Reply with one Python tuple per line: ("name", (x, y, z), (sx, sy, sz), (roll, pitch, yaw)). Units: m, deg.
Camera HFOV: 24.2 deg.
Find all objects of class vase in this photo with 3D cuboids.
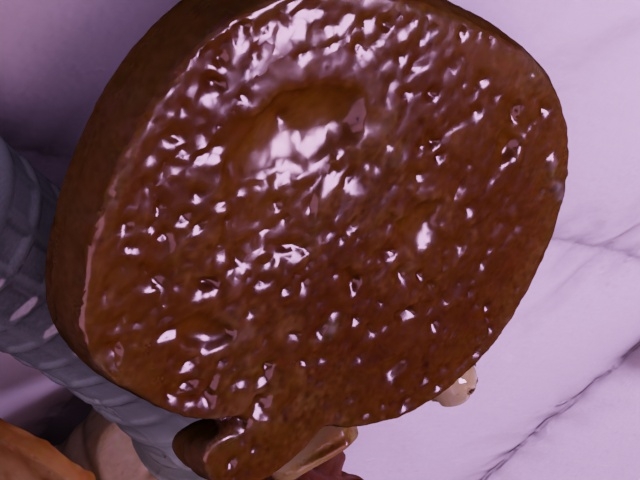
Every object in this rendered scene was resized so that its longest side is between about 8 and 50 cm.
("vase", (-0.143, 0.040, 0.896), (0.143, 0.143, 0.299), (-32, 142, 15))

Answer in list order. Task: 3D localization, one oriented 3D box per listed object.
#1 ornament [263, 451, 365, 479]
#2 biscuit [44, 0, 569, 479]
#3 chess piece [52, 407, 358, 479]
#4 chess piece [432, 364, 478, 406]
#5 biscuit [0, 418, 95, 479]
("ornament", (-0.044, 0.259, 1.223), (0.235, 0.221, 0.217), (8, 168, 33))
("biscuit", (-0.001, -0.001, 0.879), (0.367, 0.063, 0.314), (12, 107, -46))
("chess piece", (-0.118, 0.158, 1.094), (0.301, 0.137, 0.137), (-34, 146, 12))
("chess piece", (0.075, 0.094, 1.173), (0.060, 0.060, 0.172), (-35, 148, 18))
("biscuit", (-0.286, 0.209, 1.032), (0.309, 0.040, 0.204), (-32, 104, 22))
